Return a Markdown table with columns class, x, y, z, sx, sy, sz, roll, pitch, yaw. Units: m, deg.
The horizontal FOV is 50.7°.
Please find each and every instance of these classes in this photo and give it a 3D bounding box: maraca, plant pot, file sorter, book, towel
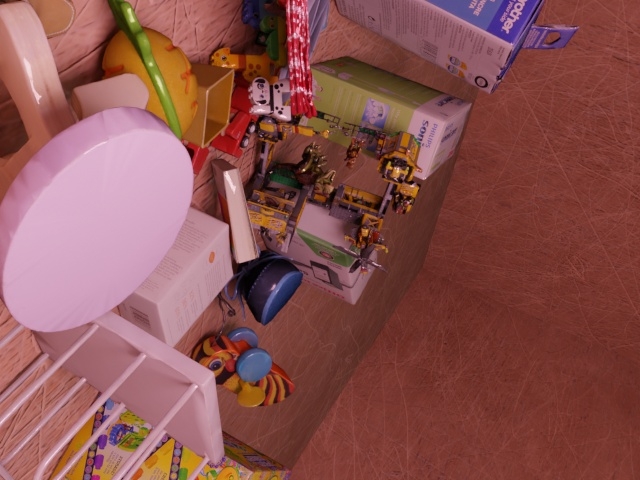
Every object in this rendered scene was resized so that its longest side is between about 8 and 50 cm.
| class | x | y | z | sx | sy | sz | roll | pitch | yaw |
| --- | --- | --- | --- | --- | --- | --- | --- | --- | --- |
| maraca | -0.190 | -0.184 | 0.734 | 0.099 | 0.127 | 0.185 | -30 | 143 | -16 |
| plant pot | -0.166 | -0.179 | 0.852 | 0.081 | 0.083 | 0.081 | -60 | 167 | -53 |
| file sorter | -0.268 | 0.185 | 0.720 | 0.173 | 0.278 | 0.192 | -51 | 158 | -35 |
| book | -0.138 | -0.048 | 1.047 | 0.035 | 0.096 | 0.144 | -16 | 111 | -17 |
| towel | -0.027 | -0.300 | 0.795 | 0.199 | 0.031 | 0.274 | -96 | -176 | -61 |

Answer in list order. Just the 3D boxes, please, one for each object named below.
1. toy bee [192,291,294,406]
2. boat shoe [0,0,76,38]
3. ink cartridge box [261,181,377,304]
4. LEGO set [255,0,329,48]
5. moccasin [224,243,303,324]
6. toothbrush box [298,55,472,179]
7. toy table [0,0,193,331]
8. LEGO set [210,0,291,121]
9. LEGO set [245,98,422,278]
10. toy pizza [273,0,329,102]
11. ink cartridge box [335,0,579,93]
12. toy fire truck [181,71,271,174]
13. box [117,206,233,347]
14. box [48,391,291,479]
| class | x | y | z | sx | sy | sz | roll | pitch | yaw |
| --- | --- | --- | --- | --- | --- | --- | --- | --- | --- |
| toy bee | -0.186 | 0.236 | 1.319 | 0.162 | 0.298 | 0.195 | -36 | -164 | -5 |
| boat shoe | -0.264 | -0.190 | 0.559 | 0.190 | 0.072 | 0.068 | -31 | 142 | -63 |
| ink cartridge box | 0.000 | 0.000 | 1.400 | 0.121 | 0.211 | 0.289 | -60 | 163 | -20 |
| LEGO set | -0.022 | -0.385 | 1.066 | 0.244 | 0.060 | 0.182 | -49 | 155 | -47 |
| moccasin | -0.113 | 0.083 | 1.257 | 0.137 | 0.117 | 0.342 | -52 | 178 | -8 |
| toothbrush box | 0.121 | -0.245 | 1.303 | 0.206 | 0.283 | 0.122 | -39 | 149 | -58 |
| toy table | -0.233 | -0.053 | 0.592 | 0.252 | 0.161 | 0.274 | -23 | 158 | -46 |
| LEGO set | -0.101 | -0.272 | 0.926 | 0.087 | 0.093 | 0.227 | -179 | -94 | -71 |
| LEGO set | -0.001 | -0.079 | 1.121 | 0.255 | 0.331 | 0.192 | 118 | -7 | -47 |
| toy pizza | -0.035 | -0.304 | 1.026 | 0.201 | 0.032 | 0.201 | 23 | 90 | -89 |
| ink cartridge box | 0.220 | -0.396 | 1.128 | 0.151 | 0.396 | 0.270 | -58 | 173 | 2 |
| toy fire truck | -0.143 | -0.183 | 0.993 | 0.192 | 0.047 | 0.135 | -66 | 162 | -1 |
| box | -0.218 | 0.054 | 1.015 | 0.170 | 0.091 | 0.130 | -53 | 159 | -36 |
| box | -0.233 | 0.397 | 1.123 | 0.177 | 0.279 | 0.290 | -62 | 164 | -12 |
